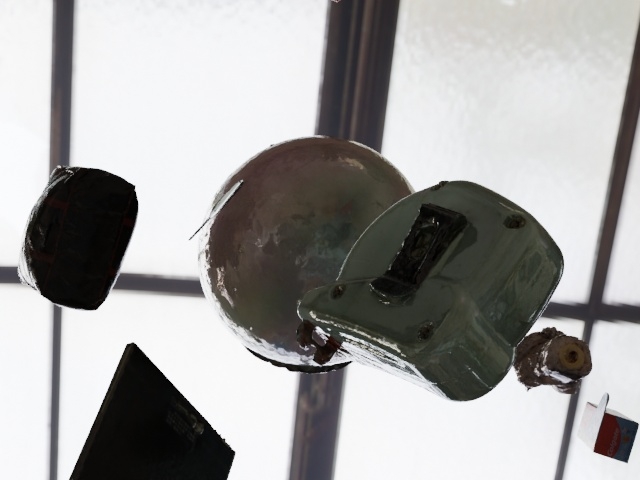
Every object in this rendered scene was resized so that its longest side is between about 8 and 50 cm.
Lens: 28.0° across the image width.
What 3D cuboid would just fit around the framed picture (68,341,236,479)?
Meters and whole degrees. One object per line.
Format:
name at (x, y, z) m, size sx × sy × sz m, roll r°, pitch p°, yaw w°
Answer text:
framed picture at (-0.223, 0.335, 1.644) m, size 0.014 × 0.255 × 0.338 m, roll -16°, pitch -142°, yaw 31°

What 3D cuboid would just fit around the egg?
egg at (0.000, 0.000, 1.903) m, size 0.355 × 0.354 × 0.340 m, roll 3°, pitch 163°, yaw -9°

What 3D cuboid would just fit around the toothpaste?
toothpaste at (0.349, 0.220, 1.550) m, size 0.044 × 0.070 × 0.193 m, roll 17°, pitch 179°, yaw 6°

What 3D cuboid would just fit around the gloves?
gloves at (0.344, 0.176, 1.903) m, size 0.110 × 0.094 × 0.144 m, roll 15°, pitch 166°, yaw -32°

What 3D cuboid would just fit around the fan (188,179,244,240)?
fan at (-0.106, -0.031, 1.305) m, size 0.004 × 0.083 × 0.056 m, roll 42°, pitch 180°, yaw -11°

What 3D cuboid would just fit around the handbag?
handbag at (-0.372, -0.007, 1.948) m, size 0.155 × 0.215 × 0.169 m, roll 19°, pitch 175°, yaw -21°

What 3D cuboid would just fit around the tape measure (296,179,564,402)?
tape measure at (0.116, 0.047, 1.368) m, size 0.125 × 0.246 × 0.243 m, roll 44°, pitch 164°, yaw -35°
